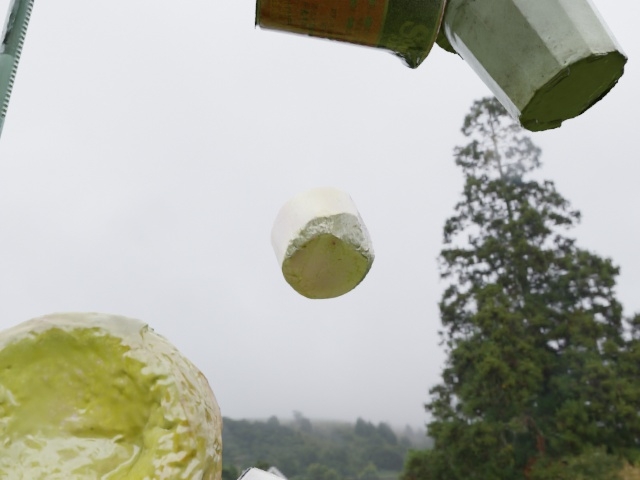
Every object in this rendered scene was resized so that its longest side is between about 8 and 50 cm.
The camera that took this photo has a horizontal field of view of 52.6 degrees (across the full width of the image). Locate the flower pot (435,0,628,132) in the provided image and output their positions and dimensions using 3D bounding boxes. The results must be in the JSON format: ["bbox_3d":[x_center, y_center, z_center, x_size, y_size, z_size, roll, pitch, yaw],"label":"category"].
[{"bbox_3d":[0.277,-0.257,0.838,0.213,0.202,0.212,-21,-23,-9],"label":"flower pot"}]

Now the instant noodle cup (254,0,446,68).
[{"bbox_3d":[0.018,-0.203,0.499,0.136,0.127,0.127,2,-28,-6],"label":"instant noodle cup"}]

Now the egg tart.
[{"bbox_3d":[-0.256,0.221,0.662,0.315,0.314,0.120,5,-33,-15],"label":"egg tart"}]

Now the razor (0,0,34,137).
[{"bbox_3d":[-0.243,-0.171,0.519,0.084,0.211,0.036,9,-15,-1],"label":"razor"}]

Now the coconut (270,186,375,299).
[{"bbox_3d":[0.000,0.000,0.954,0.147,0.152,0.147,-5,-61,-8],"label":"coconut"}]

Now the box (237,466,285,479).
[{"bbox_3d":[-0.152,0.613,1.270,0.106,0.252,0.203,6,-60,38],"label":"box"}]
